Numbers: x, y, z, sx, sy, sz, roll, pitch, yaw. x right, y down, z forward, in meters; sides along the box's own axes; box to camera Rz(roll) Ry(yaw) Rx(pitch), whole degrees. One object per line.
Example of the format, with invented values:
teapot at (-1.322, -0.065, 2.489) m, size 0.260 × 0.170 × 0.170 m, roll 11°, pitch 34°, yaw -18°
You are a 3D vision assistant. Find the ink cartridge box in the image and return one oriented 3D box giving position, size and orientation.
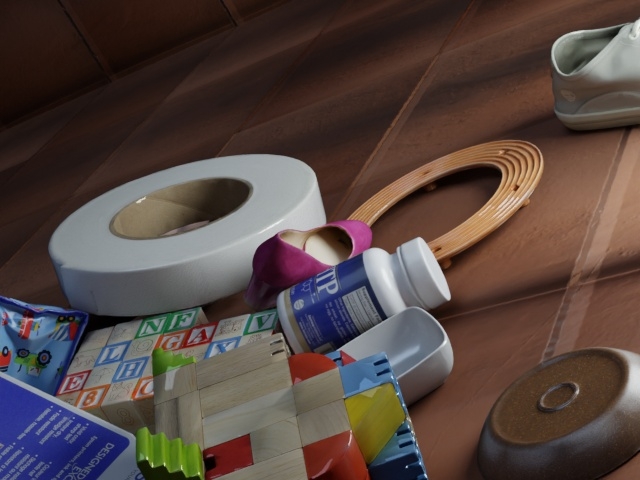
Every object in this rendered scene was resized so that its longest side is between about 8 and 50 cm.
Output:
ink cartridge box at (-0.349, 0.287, 1.385) m, size 0.307 × 0.072 × 0.303 m, roll 21°, pitch 45°, yaw 25°

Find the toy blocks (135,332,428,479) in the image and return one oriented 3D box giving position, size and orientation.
toy blocks at (-0.019, 0.207, 1.271) m, size 0.261 × 0.190 × 0.381 m, roll -20°, pitch 31°, yaw 3°

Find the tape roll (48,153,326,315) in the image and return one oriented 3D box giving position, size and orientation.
tape roll at (-0.186, -0.015, 1.859) m, size 0.392 × 0.072 × 0.392 m, roll -11°, pitch 22°, yaw 5°

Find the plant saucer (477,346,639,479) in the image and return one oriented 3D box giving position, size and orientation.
plant saucer at (0.228, 0.157, 1.242) m, size 0.199 × 0.036 × 0.198 m, roll -28°, pitch 20°, yaw 11°

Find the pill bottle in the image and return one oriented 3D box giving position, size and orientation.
pill bottle at (0.053, 0.073, 1.583) m, size 0.187 × 0.112 × 0.112 m, roll -27°, pitch 20°, yaw 12°

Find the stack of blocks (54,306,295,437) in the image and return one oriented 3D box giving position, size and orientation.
stack of blocks at (-0.172, 0.169, 1.642) m, size 0.297 × 0.087 × 0.171 m, roll -14°, pitch 31°, yaw 22°

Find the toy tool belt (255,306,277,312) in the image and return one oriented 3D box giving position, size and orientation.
toy tool belt at (-0.075, 0.078, 1.845) m, size 0.051 × 0.052 × 0.083 m, roll -32°, pitch 17°, yaw -27°

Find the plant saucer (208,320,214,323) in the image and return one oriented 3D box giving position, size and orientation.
plant saucer at (-0.272, 0.201, 1.850) m, size 0.318 × 0.043 × 0.317 m, roll -27°, pitch 21°, yaw 11°

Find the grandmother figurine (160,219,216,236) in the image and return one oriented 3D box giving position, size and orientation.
grandmother figurine at (-0.153, -0.011, 2.112) m, size 0.342 × 0.104 × 0.207 m, roll -10°, pitch 62°, yaw 38°

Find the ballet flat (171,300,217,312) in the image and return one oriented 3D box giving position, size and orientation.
ballet flat at (-0.231, 0.072, 2.022) m, size 0.241 × 0.091 × 0.077 m, roll 8°, pitch 52°, yaw 48°

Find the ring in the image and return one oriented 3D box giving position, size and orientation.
ring at (0.154, -0.033, 1.813) m, size 0.337 × 0.032 × 0.336 m, roll -27°, pitch 21°, yaw 11°

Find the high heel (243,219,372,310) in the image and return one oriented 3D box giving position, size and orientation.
high heel at (0.000, 0.000, 1.683) m, size 0.244 × 0.082 × 0.117 m, roll -23°, pitch -30°, yaw -43°

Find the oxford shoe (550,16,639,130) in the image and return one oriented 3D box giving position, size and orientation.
oxford shoe at (0.472, -0.241, 1.713) m, size 0.449 × 0.130 × 0.169 m, roll -6°, pitch 30°, yaw 48°

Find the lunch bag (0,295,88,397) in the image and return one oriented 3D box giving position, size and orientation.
lunch bag at (-0.430, 0.227, 1.772) m, size 0.221 × 0.138 × 0.293 m, roll -5°, pitch 75°, yaw 61°

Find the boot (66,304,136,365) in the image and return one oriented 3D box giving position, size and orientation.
boot at (-0.388, 0.157, 1.958) m, size 0.280 × 0.096 × 0.264 m, roll -45°, pitch 11°, yaw -26°

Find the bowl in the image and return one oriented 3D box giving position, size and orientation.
bowl at (0.078, 0.143, 1.466) m, size 0.142 × 0.053 × 0.142 m, roll -32°, pitch 19°, yaw -3°
